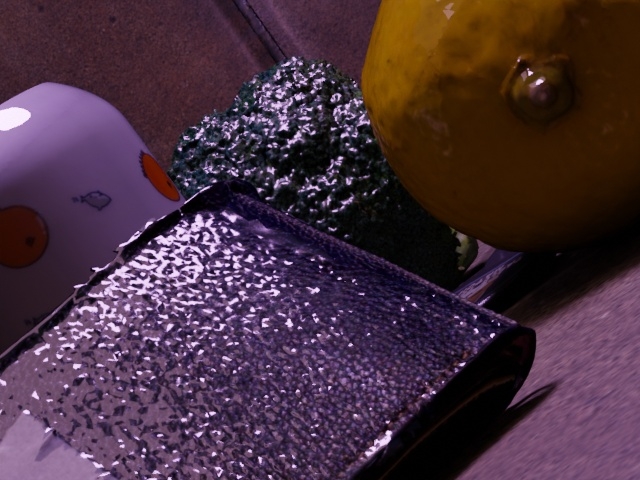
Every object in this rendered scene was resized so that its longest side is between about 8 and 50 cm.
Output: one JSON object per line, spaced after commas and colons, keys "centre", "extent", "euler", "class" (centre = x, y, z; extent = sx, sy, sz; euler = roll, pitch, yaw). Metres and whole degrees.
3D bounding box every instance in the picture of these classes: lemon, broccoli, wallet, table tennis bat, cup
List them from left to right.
{"centre": [-0.158, 0.057, 1.392], "extent": [0.212, 0.317, 0.212], "euler": [-34, 3, 2], "class": "cup"}
{"centre": [-0.050, 0.086, 1.023], "extent": [0.262, 0.221, 0.071], "euler": [-38, -39, -32], "class": "wallet"}
{"centre": [0.000, 0.000, 1.651], "extent": [0.297, 0.298, 0.297], "euler": [-34, -28, 24], "class": "broccoli"}
{"centre": [0.128, 0.032, 1.493], "extent": [0.150, 0.027, 0.236], "euler": [-34, 5, 31], "class": "table tennis bat"}
{"centre": [0.155, -0.115, 1.349], "extent": [0.260, 0.260, 0.284], "euler": [-33, 4, 37], "class": "lemon"}
